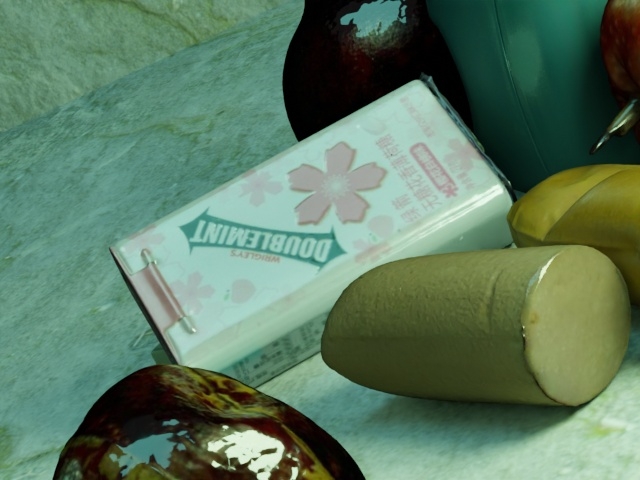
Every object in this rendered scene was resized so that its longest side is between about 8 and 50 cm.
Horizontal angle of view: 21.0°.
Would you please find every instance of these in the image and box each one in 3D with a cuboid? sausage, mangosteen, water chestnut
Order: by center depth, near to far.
[{"bbox_3d":[-0.087,0.197,1.136,0.223,0.224,0.238,-2,44,55],"label":"water chestnut"},{"bbox_3d":[0.118,0.068,1.379,0.123,0.123,0.253,-37,20,-33],"label":"sausage"},{"bbox_3d":[0.262,-0.007,1.414,0.134,0.116,0.354,-38,15,-10],"label":"sausage"},{"bbox_3d":[0.084,-0.196,1.909,0.297,0.313,0.297,-44,7,7],"label":"mangosteen"}]

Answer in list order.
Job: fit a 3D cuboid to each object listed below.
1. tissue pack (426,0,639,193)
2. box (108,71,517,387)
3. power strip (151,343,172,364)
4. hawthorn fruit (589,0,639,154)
[{"bbox_3d":[0.244,-0.191,1.697,0.206,0.287,0.198,3,31,45],"label":"tissue pack"},{"bbox_3d":[0.000,0.000,1.679,0.369,0.112,0.190,-27,58,-9],"label":"box"},{"bbox_3d":[-0.054,0.041,1.867,0.106,0.043,0.367,-14,20,33],"label":"power strip"},{"bbox_3d":[0.357,-0.152,1.513,0.300,0.254,0.254,-38,19,-15],"label":"hawthorn fruit"}]
